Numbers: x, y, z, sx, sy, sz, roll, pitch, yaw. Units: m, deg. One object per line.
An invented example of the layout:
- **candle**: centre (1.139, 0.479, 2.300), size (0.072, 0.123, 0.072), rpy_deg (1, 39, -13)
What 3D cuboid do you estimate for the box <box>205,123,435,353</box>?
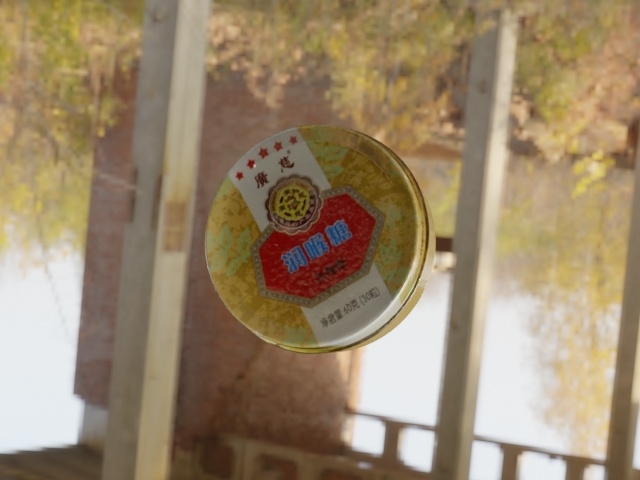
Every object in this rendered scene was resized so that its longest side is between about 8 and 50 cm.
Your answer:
- **box**: centre (0.000, 0.000, 0.619), size (0.105, 0.106, 0.037), rpy_deg (6, 172, 19)
